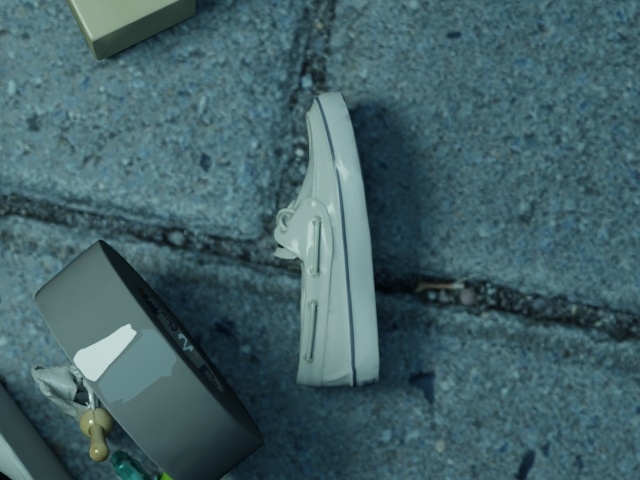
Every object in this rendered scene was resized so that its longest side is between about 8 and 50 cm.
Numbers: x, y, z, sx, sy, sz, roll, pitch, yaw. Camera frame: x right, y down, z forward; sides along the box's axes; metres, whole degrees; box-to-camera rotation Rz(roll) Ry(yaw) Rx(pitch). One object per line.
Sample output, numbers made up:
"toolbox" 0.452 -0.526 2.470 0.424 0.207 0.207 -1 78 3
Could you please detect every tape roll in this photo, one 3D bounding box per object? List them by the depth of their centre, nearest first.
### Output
"tape roll" -0.141 0.105 1.500 0.072 0.219 0.219 -39 85 -1

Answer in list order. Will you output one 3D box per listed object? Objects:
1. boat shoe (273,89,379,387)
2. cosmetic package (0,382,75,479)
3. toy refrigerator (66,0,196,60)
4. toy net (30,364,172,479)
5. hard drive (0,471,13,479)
"boat shoe" 0.000 0.000 1.563 0.084 0.095 0.258 -6 85 -2
"cosmetic package" -0.411 0.325 1.526 0.453 0.161 0.230 -38 84 0
"toy refrigerator" -0.214 -0.304 1.596 0.102 0.094 0.269 -27 86 -6
"toy net" -0.161 0.179 1.560 0.045 0.122 0.232 -45 64 3
"hard drive" -0.375 0.240 1.419 0.339 0.064 0.237 33 87 7
